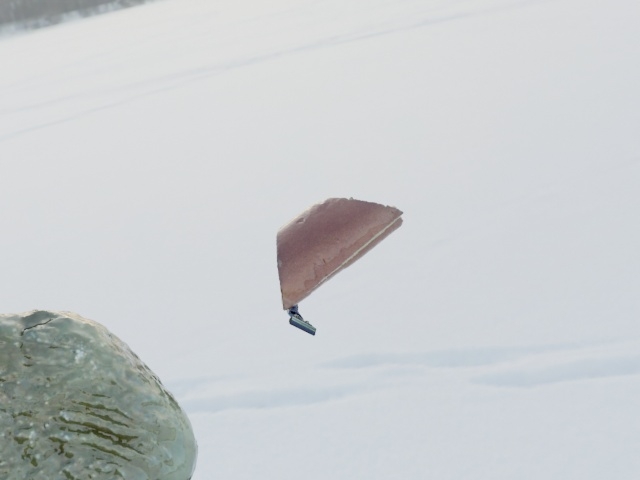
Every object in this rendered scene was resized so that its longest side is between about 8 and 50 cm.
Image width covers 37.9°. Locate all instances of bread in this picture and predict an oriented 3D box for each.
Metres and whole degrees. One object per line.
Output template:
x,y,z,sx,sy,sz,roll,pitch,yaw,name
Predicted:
0.000,0.000,1.188,0.192,0.067,0.119,-39,48,-10,bread

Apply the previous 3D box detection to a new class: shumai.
-0.241,0.180,0.787,0.260,0.225,0.222,-14,-15,-13,shumai

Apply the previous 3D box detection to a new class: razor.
-0.036,0.058,1.211,0.028,0.044,0.154,-38,41,30,razor
